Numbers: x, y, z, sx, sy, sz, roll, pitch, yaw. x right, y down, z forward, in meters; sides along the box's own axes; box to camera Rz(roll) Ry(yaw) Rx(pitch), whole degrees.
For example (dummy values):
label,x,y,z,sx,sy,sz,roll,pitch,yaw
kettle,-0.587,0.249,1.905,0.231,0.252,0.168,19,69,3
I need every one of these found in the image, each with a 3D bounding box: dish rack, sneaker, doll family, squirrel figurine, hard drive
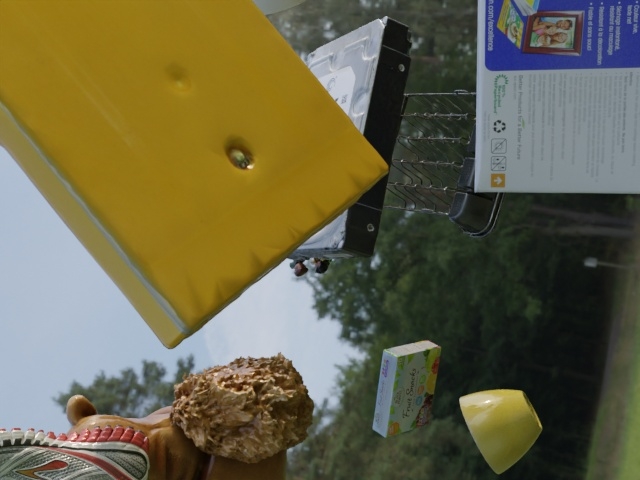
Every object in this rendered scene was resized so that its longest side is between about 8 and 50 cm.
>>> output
label,x,y,z,sx,sy,sz,roll,pitch,yaw
dish rack,0.162,-0.125,1.247,0.074,0.271,0.208,20,-95,-38
sneaker,-0.291,0.251,0.872,0.088,0.225,0.093,109,154,-48
doll family,0.000,0.000,1.438,0.193,0.076,0.111,121,142,-58
squirrel figurine,-0.205,0.305,1.269,0.397,0.281,0.370,-47,-38,10
hard drive,0.024,-0.141,1.243,0.064,0.237,0.339,17,-100,-28

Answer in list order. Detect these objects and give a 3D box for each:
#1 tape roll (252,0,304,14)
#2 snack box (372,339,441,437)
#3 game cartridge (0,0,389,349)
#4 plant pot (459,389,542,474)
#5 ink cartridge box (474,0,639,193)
label,x,y,z,sx,sy,sz,roll,pitch,yaw
tape roll,-0.128,-0.513,1.505,0.100,0.286,0.286,80,-152,-42
snack box,0.139,0.238,1.346,0.100,0.037,0.141,-6,-70,-37
game cartridge,-0.124,-0.114,0.668,0.285,0.324,0.052,-39,-1,-45
plant pot,0.298,0.294,1.339,0.134,0.095,0.134,56,-166,-22
ink cartridge box,0.345,-0.208,1.010,0.072,0.307,0.304,-39,-51,-75
